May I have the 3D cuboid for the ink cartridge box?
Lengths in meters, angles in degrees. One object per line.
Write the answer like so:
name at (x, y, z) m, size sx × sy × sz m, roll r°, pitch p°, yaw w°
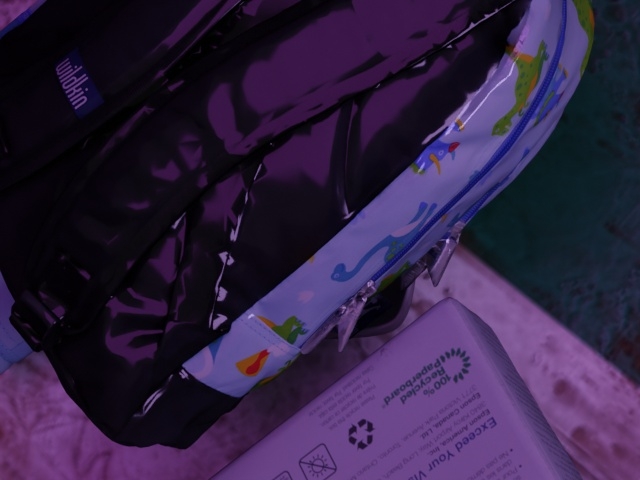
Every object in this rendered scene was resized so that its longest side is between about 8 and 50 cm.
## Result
ink cartridge box at (0.026, 0.252, 0.908) m, size 0.324 × 0.071 × 0.330 m, roll -38°, pitch 55°, yaw 15°

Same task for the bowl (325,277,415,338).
bowl at (0.000, 0.000, 1.095) m, size 0.142 × 0.053 × 0.142 m, roll -1°, pitch 72°, yaw 18°

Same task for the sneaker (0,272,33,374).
sneaker at (-0.321, -0.035, 1.164) m, size 0.366 × 0.135 × 0.150 m, roll 32°, pitch 80°, yaw 25°

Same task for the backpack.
backpack at (-0.015, -0.089, 0.985) m, size 0.355 × 0.273 × 0.290 m, roll -48°, pitch 61°, yaw 21°
